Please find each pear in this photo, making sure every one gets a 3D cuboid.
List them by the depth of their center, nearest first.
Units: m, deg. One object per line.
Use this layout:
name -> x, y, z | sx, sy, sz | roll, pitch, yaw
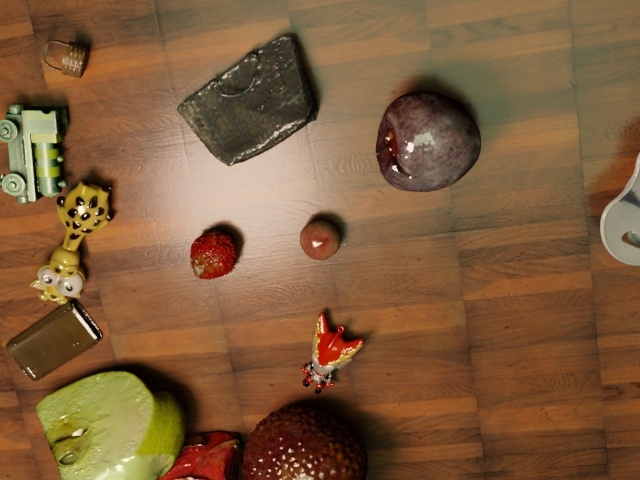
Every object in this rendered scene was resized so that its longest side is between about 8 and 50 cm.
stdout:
pear -> -0.415, 0.407, 1.974 | 0.282, 0.286, 0.176 | -34, 142, -3

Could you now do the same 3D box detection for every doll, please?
doll -> -0.503, 0.007, 1.906 | 0.117, 0.086, 0.291 | 20, 111, -17
doll -> 0.015, 0.238, 1.928 | 0.109, 0.057, 0.169 | 32, 124, 14

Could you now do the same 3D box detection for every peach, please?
peach -> -0.002, 0.000, 1.837 | 0.083, 0.083, 0.083 | 3, 109, 7

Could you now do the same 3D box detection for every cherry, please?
cherry -> 0.193, -0.174, 1.701 | 0.195, 0.195, 0.195 | 3, 109, 7

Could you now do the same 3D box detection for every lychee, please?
lychee -> -0.035, 0.460, 1.914 | 0.261, 0.260, 0.260 | 3, 109, 7

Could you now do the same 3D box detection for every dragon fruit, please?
dragon fruit -> -0.242, 0.572, 1.971 | 0.240, 0.330, 0.302 | 27, 110, -24

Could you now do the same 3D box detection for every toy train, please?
toy train -> -0.564, -0.170, 1.858 | 0.132, 0.083, 0.200 | 1, 110, 4

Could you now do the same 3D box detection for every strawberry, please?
strawberry -> -0.214, 0.031, 1.868 | 0.106, 0.106, 0.106 | 3, 109, 7

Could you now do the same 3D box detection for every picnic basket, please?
picnic basket -> -0.487, -0.349, 1.790 | 0.083, 0.072, 0.072 | 15, 110, -7

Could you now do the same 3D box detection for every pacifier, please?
pacifier -> 0.639, -0.053, 1.661 | 0.228, 0.207, 0.278 | 20, 112, -17

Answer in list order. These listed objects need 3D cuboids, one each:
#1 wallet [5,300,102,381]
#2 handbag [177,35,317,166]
wallet -> -0.570, 0.217, 2.015 | 0.198, 0.031, 0.110 | -32, 102, 17
handbag -> -0.129, -0.253, 1.773 | 0.270, 0.088, 0.175 | -29, 94, 16
